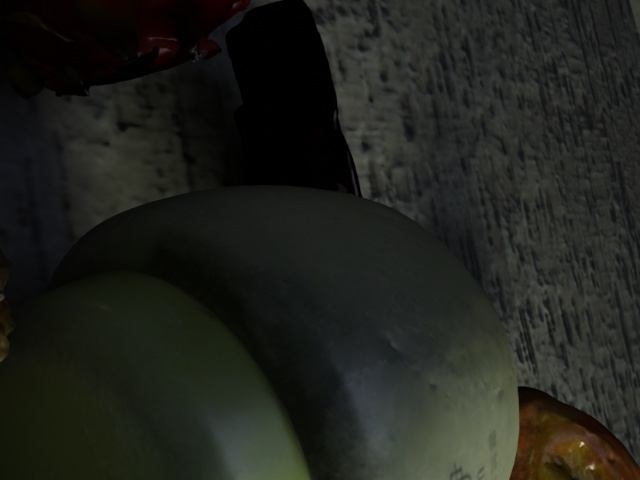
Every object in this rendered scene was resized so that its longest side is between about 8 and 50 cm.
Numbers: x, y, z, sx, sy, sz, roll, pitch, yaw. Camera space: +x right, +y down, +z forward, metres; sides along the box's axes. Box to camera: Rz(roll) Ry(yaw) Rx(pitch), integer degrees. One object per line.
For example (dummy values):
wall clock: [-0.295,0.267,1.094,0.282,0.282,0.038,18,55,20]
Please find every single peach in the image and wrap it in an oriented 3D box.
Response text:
peach: [0.217,0.260,1.861,0.235,0.214,0.214,65,25,-7]

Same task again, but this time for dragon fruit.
dragon fruit: [-0.131,-0.236,1.267,0.243,0.307,0.227,54,36,-9]

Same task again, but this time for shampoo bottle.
shampoo bottle: [-0.045,0.122,1.189,0.317,0.322,0.322,-23,99,-44]

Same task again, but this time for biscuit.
biscuit: [0.000,0.000,1.523,0.407,0.091,0.407,-14,90,-90]

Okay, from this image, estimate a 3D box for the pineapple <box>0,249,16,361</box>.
pineapple: [-0.252,0.020,1.029,0.166,0.166,0.193,52,21,-42]
